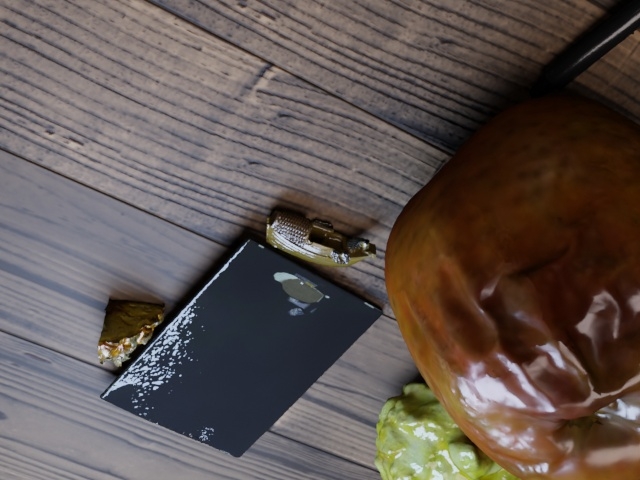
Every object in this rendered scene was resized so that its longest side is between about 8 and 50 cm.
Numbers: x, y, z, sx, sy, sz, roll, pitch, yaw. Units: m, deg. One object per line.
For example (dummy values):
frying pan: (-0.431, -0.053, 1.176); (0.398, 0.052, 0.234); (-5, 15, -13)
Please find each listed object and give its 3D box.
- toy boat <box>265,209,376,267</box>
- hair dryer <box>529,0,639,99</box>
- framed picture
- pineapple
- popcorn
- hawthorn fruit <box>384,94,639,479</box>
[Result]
toy boat: (0.000, 0.000, 1.555); (0.149, 0.047, 0.049); (17, 131, -14)
hair dryer: (0.335, -0.258, 1.439); (0.248, 0.070, 0.114); (-37, 122, 25)
framed picture: (-0.105, 0.155, 1.648); (0.244, 0.013, 0.324); (30, 114, -33)
pineapple: (-0.266, 0.127, 1.601); (0.077, 0.114, 0.114); (40, 134, 10)
popcorn: (0.199, 0.298, 1.701); (0.256, 0.195, 0.255); (17, 115, 3)
hawthorn fruit: (0.305, 0.065, 1.420); (0.472, 0.472, 0.471); (-4, 124, -6)
